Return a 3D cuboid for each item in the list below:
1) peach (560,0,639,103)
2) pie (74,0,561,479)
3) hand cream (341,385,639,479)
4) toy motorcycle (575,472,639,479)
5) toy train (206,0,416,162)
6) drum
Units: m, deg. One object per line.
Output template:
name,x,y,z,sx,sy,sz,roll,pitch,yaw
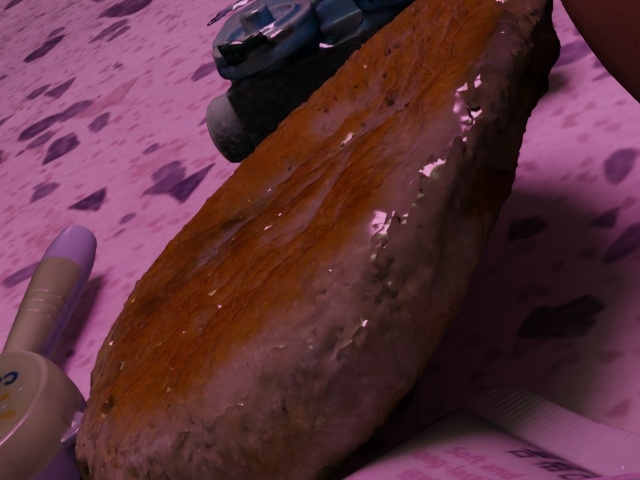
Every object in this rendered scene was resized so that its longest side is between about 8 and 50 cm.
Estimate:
peach,0.204,-0.144,0.515,0.247,0.292,0.292,-47,27,0
pie,0.000,0.000,0.649,0.323,0.070,0.323,-46,15,17
hand cream,-0.027,0.161,0.437,0.359,0.118,0.185,-32,19,-20
toy motorcycle,0.039,0.167,0.303,0.327,0.143,0.188,-42,28,4
toy train,0.031,-0.115,0.851,0.203,0.112,0.163,-21,21,18
drum,-0.178,0.079,0.788,0.130,0.049,0.253,-28,26,5
